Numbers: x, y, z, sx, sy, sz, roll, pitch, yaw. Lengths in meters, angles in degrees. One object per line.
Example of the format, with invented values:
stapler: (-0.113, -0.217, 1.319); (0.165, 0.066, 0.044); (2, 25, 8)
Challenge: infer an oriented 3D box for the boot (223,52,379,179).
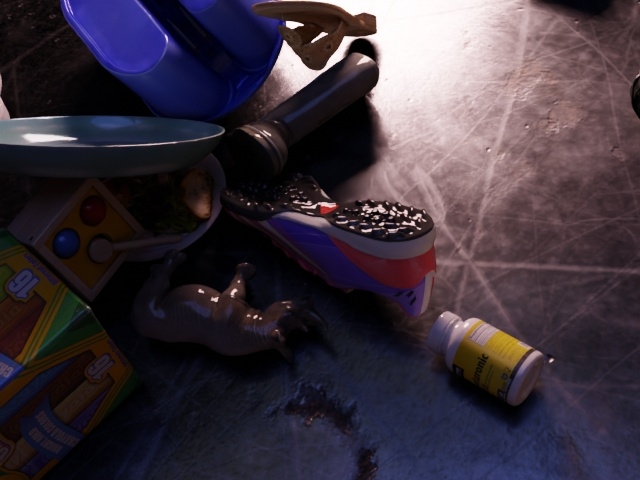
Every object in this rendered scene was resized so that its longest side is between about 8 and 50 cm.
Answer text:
boot: (-0.011, -0.161, 1.315); (0.209, 0.076, 0.190); (-28, 21, -12)

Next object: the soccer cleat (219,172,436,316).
soccer cleat: (0.000, 0.000, 1.221); (0.318, 0.116, 0.109); (17, 34, 40)

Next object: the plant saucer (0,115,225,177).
plant saucer: (-0.274, -0.114, 1.248); (0.318, 0.043, 0.317); (0, 12, 0)

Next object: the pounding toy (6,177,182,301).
pounding toy: (-0.266, -0.004, 1.227); (0.100, 0.141, 0.130); (13, 61, 43)

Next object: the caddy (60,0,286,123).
caddy: (-0.195, -0.309, 1.426); (0.241, 0.179, 0.341); (-45, 55, 6)

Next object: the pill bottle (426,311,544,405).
pill bottle: (0.175, 0.123, 1.118); (0.116, 0.065, 0.065); (29, 65, 27)

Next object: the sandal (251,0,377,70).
sandal: (0.004, -0.261, 1.360); (0.088, 0.240, 0.079); (-2, 94, 34)

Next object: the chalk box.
chalk box: (-0.375, 0.167, 1.126); (0.180, 0.179, 0.289); (35, 68, 30)

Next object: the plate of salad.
plate of salad: (-0.221, -0.061, 1.334); (0.200, 0.048, 0.199); (-5, 56, 8)

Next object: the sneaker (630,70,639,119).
sneaker: (0.430, -0.149, 1.246); (0.130, 0.109, 0.286); (8, 48, 24)

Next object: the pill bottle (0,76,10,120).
pill bottle: (-0.516, -0.231, 1.371); (0.152, 0.272, 0.152); (-5, 55, 7)

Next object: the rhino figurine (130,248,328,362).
rhino figurine: (-0.106, 0.083, 1.197); (0.243, 0.073, 0.106); (10, 54, 16)
